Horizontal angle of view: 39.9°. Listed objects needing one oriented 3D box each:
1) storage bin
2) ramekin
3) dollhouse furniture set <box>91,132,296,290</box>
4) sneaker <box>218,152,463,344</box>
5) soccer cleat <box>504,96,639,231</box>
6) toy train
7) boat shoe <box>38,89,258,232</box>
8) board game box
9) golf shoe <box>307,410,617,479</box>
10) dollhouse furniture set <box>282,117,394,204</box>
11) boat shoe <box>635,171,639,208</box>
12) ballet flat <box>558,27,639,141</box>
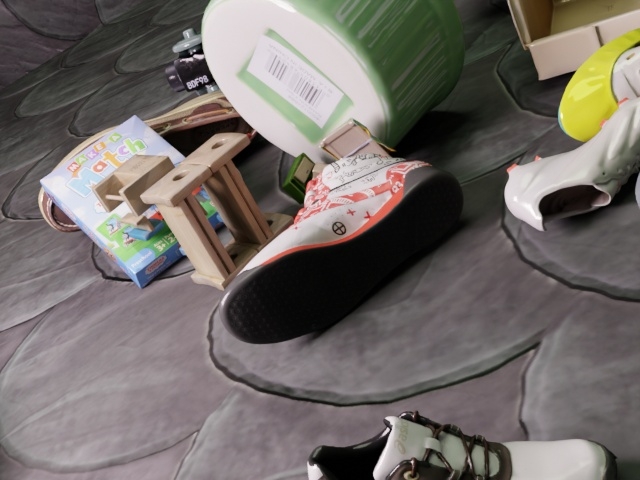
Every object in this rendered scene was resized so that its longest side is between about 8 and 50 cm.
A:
[{"bbox_3d":[0.375,-0.325,1.060,0.262,0.123,0.260,-13,31,26],"label":"storage bin"},{"bbox_3d":[0.004,-0.226,1.052,0.303,0.303,0.148,5,49,46],"label":"ramekin"},{"bbox_3d":[-0.150,-0.043,1.049,0.129,0.129,0.183,-43,31,-27],"label":"dollhouse furniture set"},{"bbox_3d":[0.001,0.001,0.887,0.270,0.090,0.145,-32,27,-15],"label":"sneaker"},{"bbox_3d":[0.263,-0.070,0.804,0.196,0.068,0.076,-29,43,1],"label":"soccer cleat"},{"bbox_3d":[-0.106,-0.343,1.528,0.333,0.142,0.190,-18,17,22],"label":"toy train"},{"bbox_3d":[-0.238,-0.106,1.253,0.341,0.123,0.123,-25,26,-8],"label":"boat shoe"},{"bbox_3d":[-0.236,-0.056,1.140,0.160,0.039,0.211,-40,60,-21],"label":"board game box"},{"bbox_3d":[0.083,0.150,0.554,0.198,0.094,0.077,-18,28,16],"label":"golf shoe"},{"bbox_3d":[0.024,-0.096,1.017,0.151,0.076,0.059,-32,24,42],"label":"dollhouse furniture set"},{"bbox_3d":[0.361,-0.113,0.726,0.319,0.116,0.099,-39,5,-35],"label":"boat shoe"},{"bbox_3d":[0.329,-0.176,0.850,0.231,0.077,0.077,-34,8,-16],"label":"ballet flat"}]
